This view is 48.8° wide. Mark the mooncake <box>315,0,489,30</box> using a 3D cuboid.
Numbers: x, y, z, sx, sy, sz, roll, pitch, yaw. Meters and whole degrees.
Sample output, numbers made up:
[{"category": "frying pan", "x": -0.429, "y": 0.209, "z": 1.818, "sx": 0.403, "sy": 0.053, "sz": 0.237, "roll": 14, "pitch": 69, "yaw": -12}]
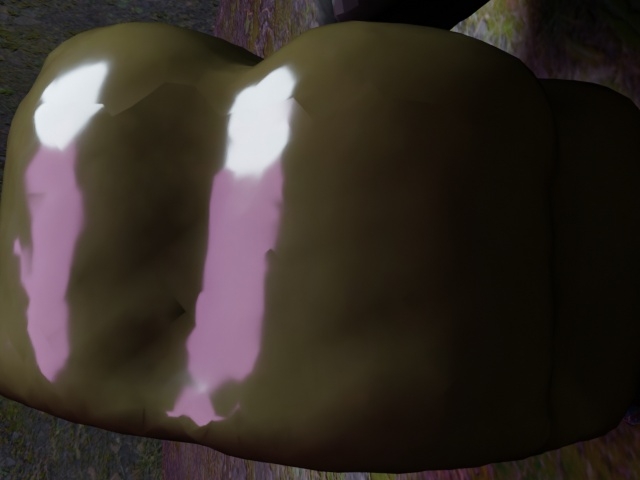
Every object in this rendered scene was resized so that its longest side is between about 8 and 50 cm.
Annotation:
[{"category": "mooncake", "x": 0.107, "y": -0.296, "z": 0.492, "sx": 0.212, "sy": 0.350, "sz": 0.381, "roll": 59, "pitch": 177, "yaw": -2}]

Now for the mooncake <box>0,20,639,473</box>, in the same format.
[{"category": "mooncake", "x": 0.000, "y": 0.000, "z": 0.535, "sx": 0.467, "sy": 0.466, "sz": 0.262, "roll": -176, "pitch": 92, "yaw": -71}]

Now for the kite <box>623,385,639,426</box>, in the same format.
[{"category": "kite", "x": 0.267, "y": 0.034, "z": 0.426, "sx": 0.285, "sy": 0.015, "sz": 0.152, "roll": 138, "pitch": 134, "yaw": -69}]
